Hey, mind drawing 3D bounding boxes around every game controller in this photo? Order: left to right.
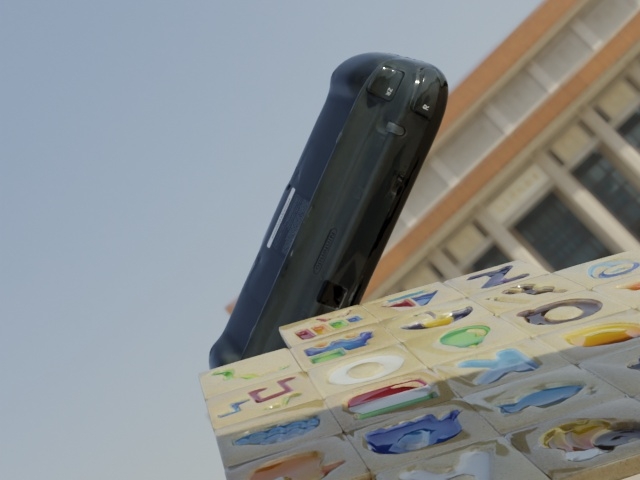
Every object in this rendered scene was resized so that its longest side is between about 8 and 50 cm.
[{"bbox_3d":[0.000,0.000,0.895,0.319,0.067,0.166,-65,17,5],"label":"game controller"}]

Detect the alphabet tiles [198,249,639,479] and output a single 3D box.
[{"bbox_3d":[0.084,0.061,0.579,0.285,0.011,0.342,-15,10,-8],"label":"alphabet tiles"}]
